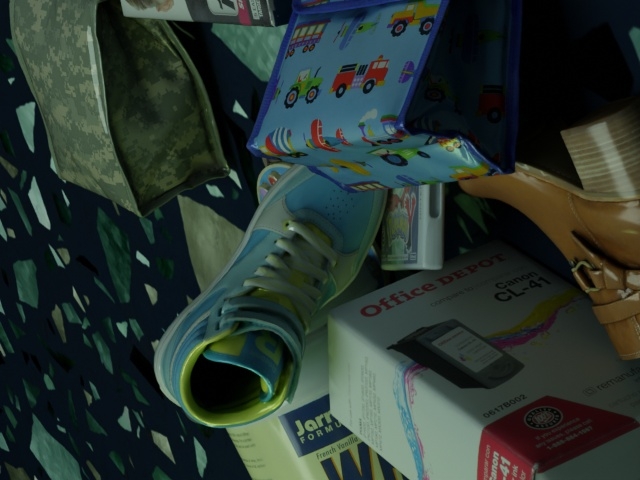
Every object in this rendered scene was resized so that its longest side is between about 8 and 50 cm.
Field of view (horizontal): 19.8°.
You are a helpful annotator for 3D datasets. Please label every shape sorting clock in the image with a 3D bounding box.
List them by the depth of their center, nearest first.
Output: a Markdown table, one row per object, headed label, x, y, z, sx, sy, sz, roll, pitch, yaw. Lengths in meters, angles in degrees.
| label | x | y | z | sx | sy | sz | roll | pitch | yaw |
| --- | --- | --- | --- | --- | --- | --- | --- | --- | --- |
| shape sorting clock | 0.000 | 0.000 | 2.064 | 0.206 | 0.040 | 0.206 | 36 | 153 | 22 |

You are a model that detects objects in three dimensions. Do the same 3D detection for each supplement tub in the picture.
| label | x | y | z | sx | sy | sz | roll | pitch | yaw |
| --- | --- | --- | --- | --- | --- | --- | --- | --- | --- |
| supplement tub | 0.031 | 0.207 | 1.976 | 0.325 | 0.235 | 0.235 | 63 | 154 | -6 |

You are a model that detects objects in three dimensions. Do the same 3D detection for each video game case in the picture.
| label | x | y | z | sx | sy | sz | roll | pitch | yaw |
| --- | --- | --- | --- | --- | --- | --- | --- | --- | --- |
| video game case | 0.088 | -0.063 | 1.770 | 0.201 | 0.023 | 0.183 | 172 | 99 | -81 |

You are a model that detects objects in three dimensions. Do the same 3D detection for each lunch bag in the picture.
| label | x | y | z | sx | sy | sz | roll | pitch | yaw |
| --- | --- | --- | --- | --- | --- | --- | --- | --- | --- |
| lunch bag | 0.078 | -0.205 | 1.627 | 0.221 | 0.138 | 0.293 | -5 | 69 | 52 |
| lunch bag | -0.257 | -0.205 | 2.259 | 0.235 | 0.169 | 0.287 | 23 | 135 | 54 |

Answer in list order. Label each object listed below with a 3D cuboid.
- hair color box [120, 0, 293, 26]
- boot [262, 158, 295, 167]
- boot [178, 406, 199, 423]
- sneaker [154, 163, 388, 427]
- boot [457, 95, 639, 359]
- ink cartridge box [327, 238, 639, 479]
| label | x | y | z | sx | sy | sz | roll | pitch | yaw |
| --- | --- | --- | --- | --- | --- | --- | --- | --- | --- |
| hair color box | -0.109 | -0.323 | 1.946 | 0.347 | 0.105 | 0.174 | 14 | 118 | 58 |
| boot | -0.040 | -0.098 | 2.094 | 0.087 | 0.042 | 0.118 | 27 | 134 | 54 |
| boot | -0.063 | 0.245 | 2.348 | 0.223 | 0.118 | 0.338 | 57 | 157 | 5 |
| sneaker | -0.030 | 0.052 | 1.747 | 0.127 | 0.319 | 0.208 | 35 | -177 | -13 |
| boot | 0.238 | -0.003 | 1.623 | 0.283 | 0.109 | 0.220 | -12 | 106 | 56 |
| ink cartridge box | 0.179 | 0.144 | 1.689 | 0.306 | 0.226 | 0.131 | 36 | 138 | 44 |
